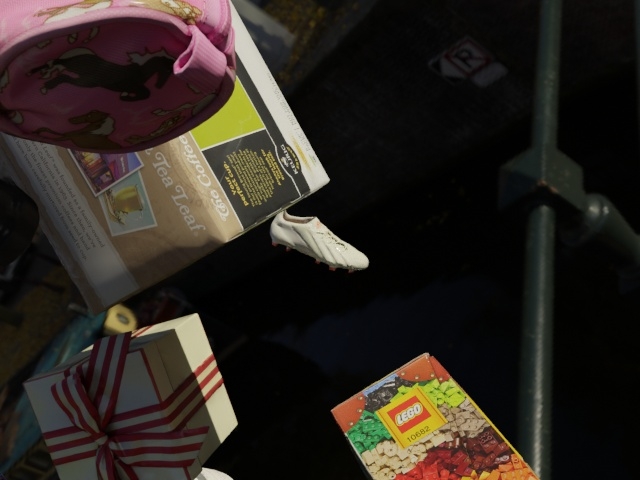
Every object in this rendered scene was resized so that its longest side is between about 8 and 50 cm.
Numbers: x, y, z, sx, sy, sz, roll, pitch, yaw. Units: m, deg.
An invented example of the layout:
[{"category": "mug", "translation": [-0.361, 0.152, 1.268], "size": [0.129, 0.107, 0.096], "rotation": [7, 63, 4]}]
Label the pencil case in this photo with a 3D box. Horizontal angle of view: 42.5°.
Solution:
[{"category": "pencil case", "translation": [-0.162, -0.247, 0.577], "size": [0.167, 0.160, 0.386], "rotation": [-40, 55, 49]}]

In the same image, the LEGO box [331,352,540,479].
[{"category": "LEGO box", "translation": [0.248, 0.487, 1.299], "size": [0.193, 0.500, 0.372], "rotation": [-30, 34, -7]}]

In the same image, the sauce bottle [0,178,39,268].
[{"category": "sauce bottle", "translation": [-0.314, -0.088, 0.509], "size": [0.111, 0.344, 0.111], "rotation": [-15, 54, 22]}]

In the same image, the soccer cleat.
[{"category": "soccer cleat", "translation": [0.000, 0.000, 1.522], "size": [0.068, 0.196, 0.076], "rotation": [-46, -25, -70]}]

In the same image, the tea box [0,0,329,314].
[{"category": "tea box", "translation": [-0.202, -0.136, 1.030], "size": [0.220, 0.329, 0.323], "rotation": [-28, 3, 26]}]

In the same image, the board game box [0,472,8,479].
[{"category": "board game box", "translation": [-0.564, 0.457, 1.299], "size": [0.194, 0.060, 0.194], "rotation": [25, 59, 35]}]

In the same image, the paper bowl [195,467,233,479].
[{"category": "paper bowl", "translation": [-0.281, 0.581, 1.597], "size": [0.284, 0.148, 0.284], "rotation": [-19, 58, 35]}]

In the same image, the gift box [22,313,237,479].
[{"category": "gift box", "translation": [-0.292, 0.262, 1.339], "size": [0.276, 0.255, 0.258], "rotation": [-23, 4, 18]}]
